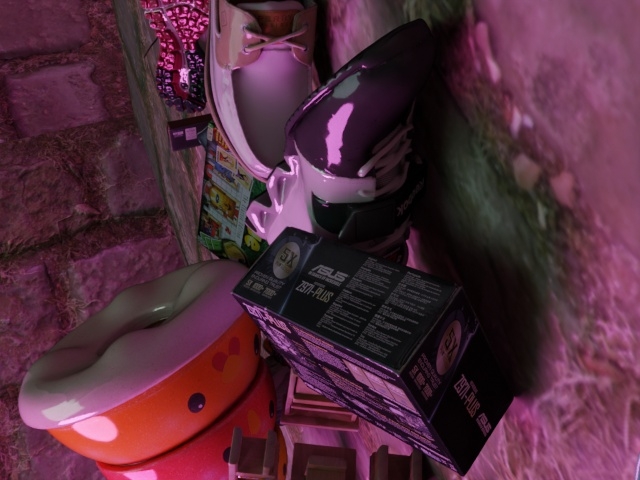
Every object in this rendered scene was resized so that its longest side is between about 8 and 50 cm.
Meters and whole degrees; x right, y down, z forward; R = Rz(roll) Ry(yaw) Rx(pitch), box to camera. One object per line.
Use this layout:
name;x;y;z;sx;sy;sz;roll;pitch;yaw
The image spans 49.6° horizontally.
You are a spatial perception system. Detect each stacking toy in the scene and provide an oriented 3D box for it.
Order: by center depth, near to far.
stacking toy;-0.156;0.297;0.994;0.480;0.350;0.350;62;167;-16

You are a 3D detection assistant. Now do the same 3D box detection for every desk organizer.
desk organizer;-0.183;-0.189;1.118;0.047;0.130;0.050;92;157;-49

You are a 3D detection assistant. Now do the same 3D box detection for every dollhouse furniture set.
dollhouse furniture set;0.001;0.271;0.827;0.161;0.212;0.242;100;176;-54

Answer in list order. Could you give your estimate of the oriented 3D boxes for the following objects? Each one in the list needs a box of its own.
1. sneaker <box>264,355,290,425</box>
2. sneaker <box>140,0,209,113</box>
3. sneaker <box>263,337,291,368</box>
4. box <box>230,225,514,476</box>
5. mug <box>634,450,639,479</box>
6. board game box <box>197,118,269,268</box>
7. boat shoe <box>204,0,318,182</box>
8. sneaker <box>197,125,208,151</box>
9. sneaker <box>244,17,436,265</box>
sneaker;-0.080;0.265;1.269;0.297;0.110;0.129;116;141;-65
sneaker;-0.219;-0.358;1.118;0.112;0.120;0.299;-79;1;-45
sneaker;-0.035;0.170;1.039;0.088;0.092;0.225;103;146;-60
box;0.040;0.081;0.542;0.180;0.077;0.147;19;151;45
mug;0.182;0.098;0.234;0.157;0.097;0.130;-167;61;-72
board game box;-0.112;-0.044;0.985;0.136;0.030;0.260;35;143;14
boat shoe;-0.061;-0.210;0.698;0.103;0.113;0.303;166;94;-71
sneaker;-0.131;-0.091;1.090;0.163;0.086;0.226;56;149;20
sneaker;0.040;-0.044;0.581;0.146;0.122;0.330;51;156;8
